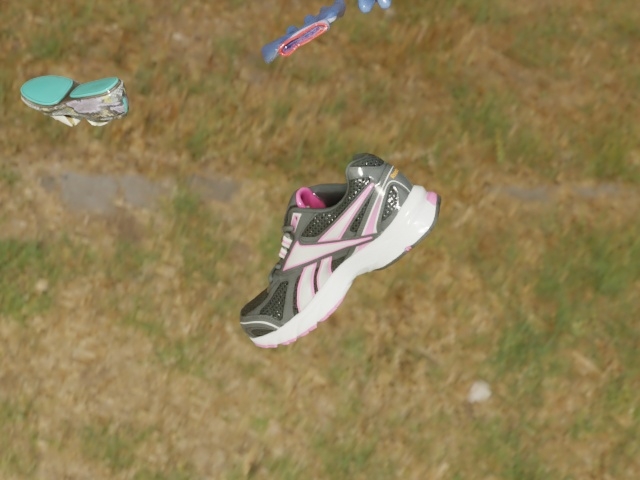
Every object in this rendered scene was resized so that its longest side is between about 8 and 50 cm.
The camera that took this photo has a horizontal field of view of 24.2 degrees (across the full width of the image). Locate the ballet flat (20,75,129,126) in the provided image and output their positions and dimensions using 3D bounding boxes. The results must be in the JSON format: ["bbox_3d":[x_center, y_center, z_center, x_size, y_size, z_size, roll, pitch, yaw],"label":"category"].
[{"bbox_3d":[-0.196,-0.109,1.201,0.114,0.041,0.041,5,33,40],"label":"ballet flat"}]

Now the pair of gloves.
[{"bbox_3d":[0.031,-0.206,1.311,0.023,0.198,0.159,58,12,-11],"label":"pair of gloves"}]

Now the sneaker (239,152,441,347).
[{"bbox_3d":[0.000,0.000,1.039,0.077,0.178,0.072,44,27,-9],"label":"sneaker"}]
